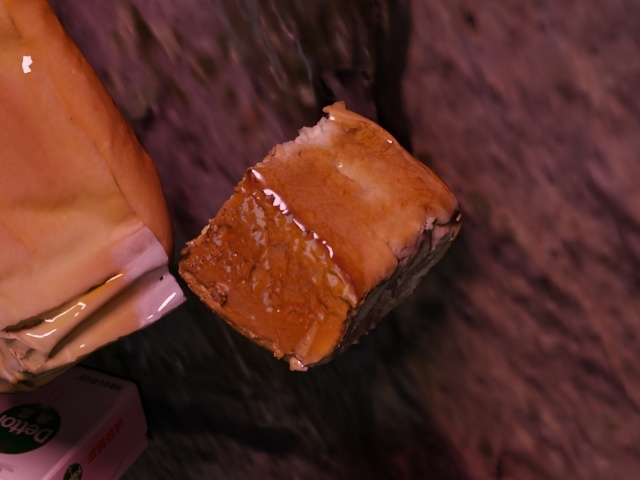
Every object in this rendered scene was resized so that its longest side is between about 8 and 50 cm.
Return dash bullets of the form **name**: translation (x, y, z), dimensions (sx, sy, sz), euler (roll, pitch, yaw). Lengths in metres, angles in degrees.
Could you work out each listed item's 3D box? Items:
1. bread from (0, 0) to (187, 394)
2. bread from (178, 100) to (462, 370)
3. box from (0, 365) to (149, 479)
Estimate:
- **bread**: translation (-0.156, -0.059, 0.555), dimensions (0.241, 0.107, 0.136), euler (58, 153, -13)
- **bread**: translation (0.000, 0.002, 0.529), dimensions (0.070, 0.083, 0.077), euler (45, 133, 9)
- **box**: translation (-0.162, 0.099, 0.713), dimensions (0.125, 0.089, 0.043), euler (12, 128, 26)
